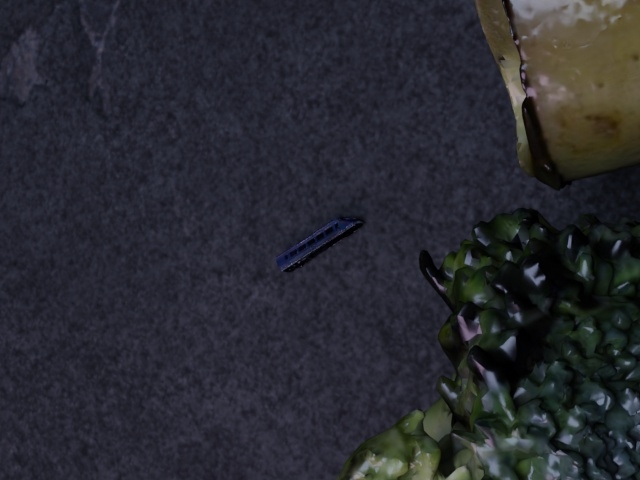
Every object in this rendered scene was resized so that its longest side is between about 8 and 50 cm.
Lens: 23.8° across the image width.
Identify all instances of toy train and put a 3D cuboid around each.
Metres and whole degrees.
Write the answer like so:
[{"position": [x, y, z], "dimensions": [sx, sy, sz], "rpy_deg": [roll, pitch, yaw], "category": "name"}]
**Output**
[{"position": [0.000, 0.000, 1.240], "dimensions": [0.083, 0.017, 0.017], "rpy_deg": [-33, 69, 25], "category": "toy train"}]

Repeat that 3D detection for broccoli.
[{"position": [0.162, 0.140, 1.038], "dimensions": [0.281, 0.348, 0.293], "rpy_deg": [-17, 39, 37], "category": "broccoli"}]

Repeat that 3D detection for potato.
[{"position": [0.221, -0.187, 1.012], "dimensions": [0.242, 0.242, 0.285], "rpy_deg": [-12, 78, 29], "category": "potato"}]
